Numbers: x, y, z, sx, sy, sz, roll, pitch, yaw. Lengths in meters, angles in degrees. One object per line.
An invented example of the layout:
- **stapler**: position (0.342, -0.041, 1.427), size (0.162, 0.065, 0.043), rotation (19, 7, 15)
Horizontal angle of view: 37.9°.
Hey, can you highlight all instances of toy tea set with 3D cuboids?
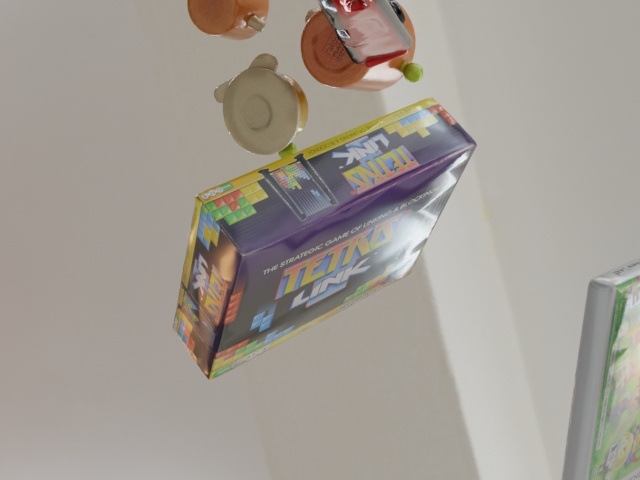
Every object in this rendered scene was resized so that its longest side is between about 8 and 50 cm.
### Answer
- **toy tea set**: position (-0.039, -0.258, 0.921), size (0.200, 0.124, 0.336), rotation (-22, -87, 30)

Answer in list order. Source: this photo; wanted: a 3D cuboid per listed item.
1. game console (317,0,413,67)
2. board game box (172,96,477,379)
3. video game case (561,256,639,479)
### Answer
- **game console**: position (-0.051, -0.306, 0.651), size (0.060, 0.342, 0.387), rotation (-31, -90, 7)
- **board game box**: position (0.000, 0.000, 0.566), size (0.048, 0.170, 0.141), rotation (52, -31, 21)
- **video game case**: position (0.259, 0.105, 0.733), size (0.023, 0.193, 0.213), rotation (22, -61, 43)
